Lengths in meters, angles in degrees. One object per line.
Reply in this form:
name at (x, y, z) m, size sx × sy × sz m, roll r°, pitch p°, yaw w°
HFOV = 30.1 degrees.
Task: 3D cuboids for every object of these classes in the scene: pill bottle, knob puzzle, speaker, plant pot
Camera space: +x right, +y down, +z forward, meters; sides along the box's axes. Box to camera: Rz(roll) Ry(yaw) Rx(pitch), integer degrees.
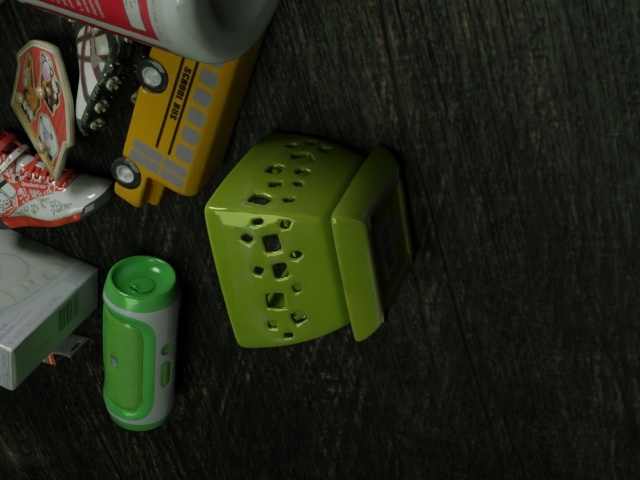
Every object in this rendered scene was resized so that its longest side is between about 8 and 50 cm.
pill bottle at (-0.260, -0.373, 1.442) m, size 0.407 × 0.229 × 0.229 m, roll 21°, pitch 130°, yaw 23°
knob puzzle at (-0.413, -0.209, 1.748) m, size 0.213 × 0.030 × 0.213 m, roll 25°, pitch 122°, yaw 49°
speaker at (-0.293, 0.171, 1.943) m, size 0.131 × 0.131 × 0.297 m, roll 21°, pitch 130°, yaw 16°
plant pot at (0.000, 0.000, 1.592) m, size 0.207 × 0.227 × 0.228 m, roll 2°, pitch 122°, yaw 22°

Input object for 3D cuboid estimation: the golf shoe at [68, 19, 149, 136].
golf shoe at (-0.297, -0.273, 1.666) m, size 0.120 × 0.105 × 0.273 m, roll 42°, pitch 128°, yaw 19°

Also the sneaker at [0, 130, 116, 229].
sneaker at (-0.450, -0.101, 1.865) m, size 0.270 × 0.090 × 0.145 m, roll -6°, pitch 121°, yaw 36°

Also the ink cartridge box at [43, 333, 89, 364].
ink cartridge box at (-0.468, 0.189, 2.096) m, size 0.115 × 0.063 × 0.029 m, roll 9°, pitch 124°, yaw 25°

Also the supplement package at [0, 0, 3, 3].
supplement package at (-0.583, -0.372, 1.710) m, size 0.203 × 0.149 × 0.194 m, roll -26°, pitch 106°, yaw 40°

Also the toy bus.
toy bus at (-0.187, -0.180, 1.646) m, size 0.130 × 0.108 × 0.333 m, roll 29°, pitch 131°, yaw 7°

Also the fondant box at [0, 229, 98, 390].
fondant box at (-0.570, 0.082, 1.962) m, size 0.330 × 0.238 × 0.096 m, roll 21°, pitch 130°, yaw 16°
